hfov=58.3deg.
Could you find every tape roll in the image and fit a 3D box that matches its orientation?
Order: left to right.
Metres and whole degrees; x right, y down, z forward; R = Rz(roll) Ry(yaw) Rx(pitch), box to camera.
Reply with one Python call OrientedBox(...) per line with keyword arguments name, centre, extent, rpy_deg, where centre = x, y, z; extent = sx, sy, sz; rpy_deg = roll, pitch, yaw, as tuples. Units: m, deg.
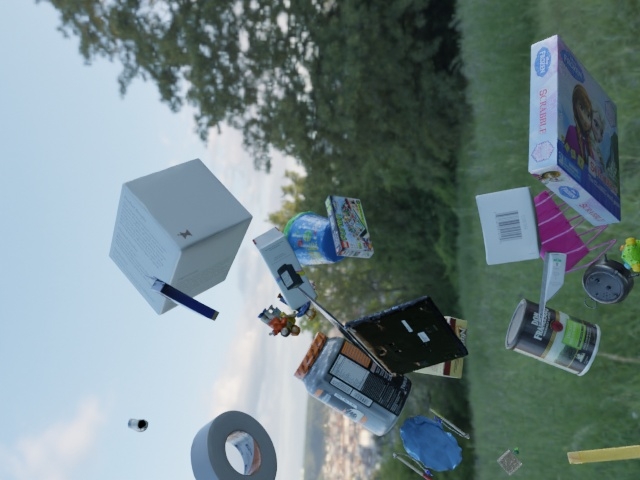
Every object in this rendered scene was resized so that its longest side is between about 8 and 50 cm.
OrientedBox(name="tape roll", centre=(-0.212, 0.538, 1.420), extent=(0.072, 0.219, 0.219), rpy_deg=(-39, 27, 28))

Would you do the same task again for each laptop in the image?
OrientedBox(name="laptop", centre=(0.125, 0.162, 1.151), extent=(0.234, 0.264, 0.137), rpy_deg=(49, -153, -43))

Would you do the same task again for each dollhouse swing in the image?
OrientedBox(name="dollhouse swing", centre=(0.843, 0.624, 1.410), extent=(0.347, 0.305, 0.315), rpy_deg=(28, -145, -53))

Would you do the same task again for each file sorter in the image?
OrientedBox(name="file sorter", centre=(0.903, -0.049, 2.102), extent=(0.291, 0.202, 0.182), rpy_deg=(56, 153, 4))

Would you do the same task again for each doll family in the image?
OrientedBox(name="doll family", centre=(-0.104, 0.267, 2.184), extent=(0.263, 0.163, 0.118), rpy_deg=(-52, -14, -14))

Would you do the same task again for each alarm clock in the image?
OrientedBox(name="alarm clock", centre=(0.831, 0.136, 1.684), extent=(0.064, 0.129, 0.192), rpy_deg=(-34, -29, -36))

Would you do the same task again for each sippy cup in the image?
OrientedBox(name="sippy cup", centre=(0.000, 0.000, 2.355), extent=(0.224, 0.240, 0.306), rpy_deg=(6, 63, 53))

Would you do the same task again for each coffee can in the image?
OrientedBox(name="coffee can", centre=(0.856, 0.356, 2.127), extent=(0.201, 0.275, 0.202), rpy_deg=(20, -90, -81))

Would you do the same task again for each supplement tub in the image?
OrientedBox(name="supplement tub", centre=(0.091, 0.413, 1.688), extent=(0.194, 0.316, 0.193), rpy_deg=(-59, -4, -6))

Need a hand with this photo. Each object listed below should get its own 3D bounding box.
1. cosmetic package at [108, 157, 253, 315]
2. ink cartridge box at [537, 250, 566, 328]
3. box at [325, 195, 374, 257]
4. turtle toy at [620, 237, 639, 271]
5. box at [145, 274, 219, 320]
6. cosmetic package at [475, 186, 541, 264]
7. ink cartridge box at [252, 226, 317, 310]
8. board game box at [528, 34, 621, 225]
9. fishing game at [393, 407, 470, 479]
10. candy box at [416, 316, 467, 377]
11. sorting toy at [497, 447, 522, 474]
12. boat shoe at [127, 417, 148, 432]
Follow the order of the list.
OrientedBox(name="cosmetic package", centre=(-0.509, -0.014, 2.060), extent=(0.327, 0.329, 0.394), rpy_deg=(-29, -22, -43))
OrientedBox(name="ink cartridge box", centre=(0.695, 0.146, 1.723), extent=(0.181, 0.056, 0.225), rpy_deg=(-2, -84, -72))
OrientedBox(name="box", centre=(0.088, -0.043, 1.778), extent=(0.036, 0.114, 0.207), rpy_deg=(125, 142, -47))
OrientedBox(name="turtle toy", centre=(0.889, 0.040, 1.593), extent=(0.066, 0.130, 0.095), rpy_deg=(133, 131, -72))
OrientedBox(name="box", centre=(-0.421, 0.171, 1.712), extent=(0.037, 0.225, 0.136), rpy_deg=(-62, 23, -15))
OrientedBox(name="cosmetic package", centre=(0.603, -0.056, 1.810), extent=(0.385, 0.156, 0.217), rpy_deg=(-9, -91, -69))
OrientedBox(name="ink cartridge box", centre=(-0.089, 0.067, 1.399), extent=(0.175, 0.072, 0.127), rpy_deg=(63, 172, -17))
OrientedBox(name="board game box", centre=(0.573, -0.236, 1.280), extent=(0.066, 0.318, 0.318), rpy_deg=(-13, 61, 45))
OrientedBox(name="fishing game", centre=(0.303, 0.571, 1.604), extent=(0.264, 0.189, 0.041), rpy_deg=(-28, -36, -56))
OrientedBox(name="candy box", centre=(0.337, 0.347, 1.906), extent=(0.316, 0.087, 0.183), rpy_deg=(-10, 66, 58))
OrientedBox(name="sorting toy", centre=(0.644, 0.736, 1.924), extent=(0.062, 0.083, 0.012), rpy_deg=(47, 173, 27))
OrientedBox(name="boat shoe", centre=(-0.483, 0.498, 1.549), extent=(0.100, 0.035, 0.035), rpy_deg=(72, -158, -62))
